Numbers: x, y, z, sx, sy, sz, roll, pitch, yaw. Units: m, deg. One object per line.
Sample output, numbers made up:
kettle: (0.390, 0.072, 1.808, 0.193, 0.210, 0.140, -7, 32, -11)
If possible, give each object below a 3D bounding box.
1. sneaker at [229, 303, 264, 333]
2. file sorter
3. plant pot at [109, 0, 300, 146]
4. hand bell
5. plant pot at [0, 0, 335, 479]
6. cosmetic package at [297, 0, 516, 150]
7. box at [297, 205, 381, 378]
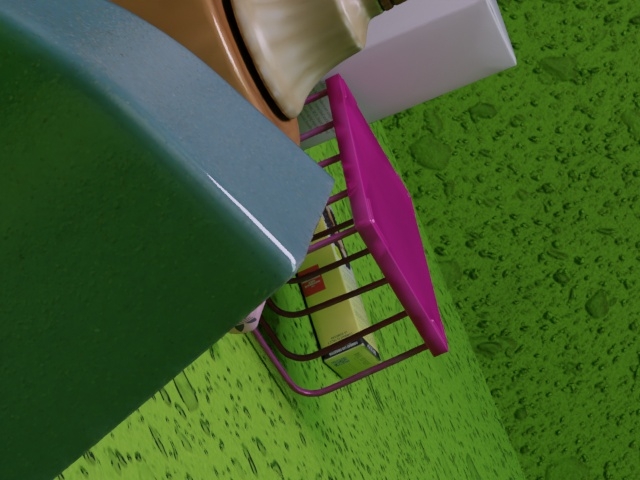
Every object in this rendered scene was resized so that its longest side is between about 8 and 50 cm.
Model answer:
sneaker: (-0.104, -0.031, 1.916, 0.319, 0.112, 0.131, -92, 174, -56)
file sorter: (0.000, 0.000, 2.087, 0.202, 0.182, 0.291, 59, 13, -35)
plant pot: (-0.148, -0.122, 1.553, 0.291, 0.203, 0.291, -24, 90, -80)
hand bell: (0.060, -0.205, 1.536, 0.126, 0.242, 0.126, -24, 90, -80)
plant pot: (-0.172, -0.028, 1.167, 0.252, 0.247, 0.248, 49, 13, -7)
cosmetic package: (0.024, -0.249, 2.223, 0.155, 0.365, 0.197, 52, 18, -56)
box: (0.009, 0.051, 2.366, 0.087, 0.058, 0.232, 45, 25, -63)
